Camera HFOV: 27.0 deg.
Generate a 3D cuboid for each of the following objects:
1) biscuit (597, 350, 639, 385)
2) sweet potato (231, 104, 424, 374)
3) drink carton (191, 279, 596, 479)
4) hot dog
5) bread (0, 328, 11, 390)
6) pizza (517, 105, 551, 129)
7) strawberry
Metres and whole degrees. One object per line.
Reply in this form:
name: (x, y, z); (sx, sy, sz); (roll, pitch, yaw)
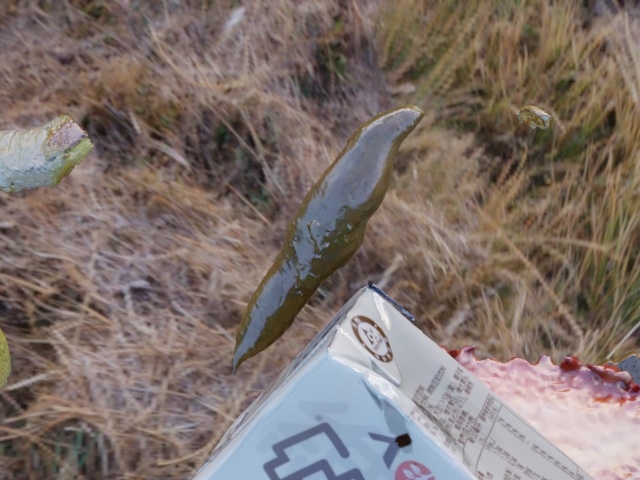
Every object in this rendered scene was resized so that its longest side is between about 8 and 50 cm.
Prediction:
biscuit: (0.400, 0.188, 1.726); (0.130, 0.019, 0.119); (8, 113, 3)
sweet potato: (0.000, 0.000, 1.096); (0.067, 0.067, 0.274); (37, 110, 13)
drink carton: (0.085, 0.219, 1.013); (0.324, 0.132, 0.194); (41, 116, -1)
hot dog: (-0.303, -0.091, 1.449); (0.169, 0.061, 0.078); (-6, 60, 31)
bread: (-0.344, 0.089, 1.111); (0.156, 0.125, 0.086); (-2, 41, 24)
pizza: (0.286, -0.165, 1.782); (0.016, 0.083, 0.037); (-37, 106, -12)
strawberry: (0.179, 0.224, 1.251); (0.306, 0.137, 0.233); (5, 55, 2)
